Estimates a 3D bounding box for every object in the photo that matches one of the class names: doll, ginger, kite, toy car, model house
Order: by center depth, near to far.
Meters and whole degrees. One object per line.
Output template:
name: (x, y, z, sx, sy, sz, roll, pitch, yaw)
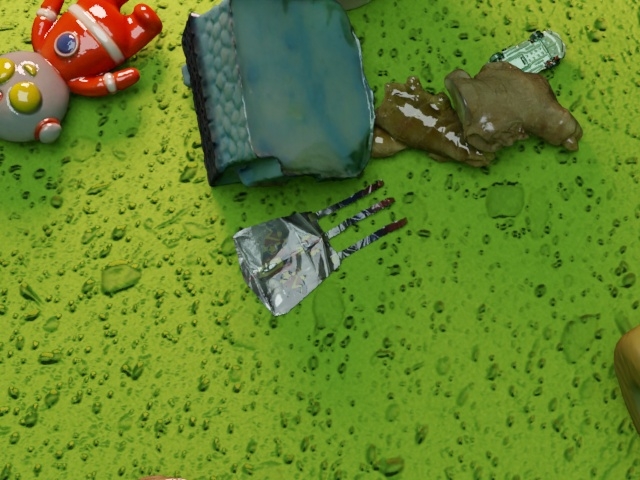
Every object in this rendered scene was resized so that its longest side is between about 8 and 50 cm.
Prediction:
ginger: (0.274, -0.190, 1.948, 0.213, 0.074, 0.137, -2, 74, -25)
model house: (-0.088, -0.190, 1.976, 0.226, 0.241, 0.261, -4, 82, -42)
ginger: (0.150, -0.168, 1.977, 0.205, 0.081, 0.115, 8, 86, 7)
kite: (0.000, 0.000, 1.977, 0.245, 0.015, 0.141, -28, 76, -3)
toy car: (0.296, -0.260, 2.017, 0.122, 0.035, 0.059, -29, 79, -7)
doll: (-0.393, -0.251, 2.034, 0.336, 0.105, 0.200, -41, 75, -8)

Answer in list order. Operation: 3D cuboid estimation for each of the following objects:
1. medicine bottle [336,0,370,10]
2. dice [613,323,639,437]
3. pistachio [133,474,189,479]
medicine bottle: (0.008, -0.482, 1.956, 0.256, 0.325, 0.256, -1, 73, 3)
dice: (0.521, 0.186, 1.764, 0.233, 0.238, 0.227, -22, 75, -3)
pistachio: (-0.180, 0.393, 1.824, 0.223, 0.126, 0.152, 36, 113, 9)
